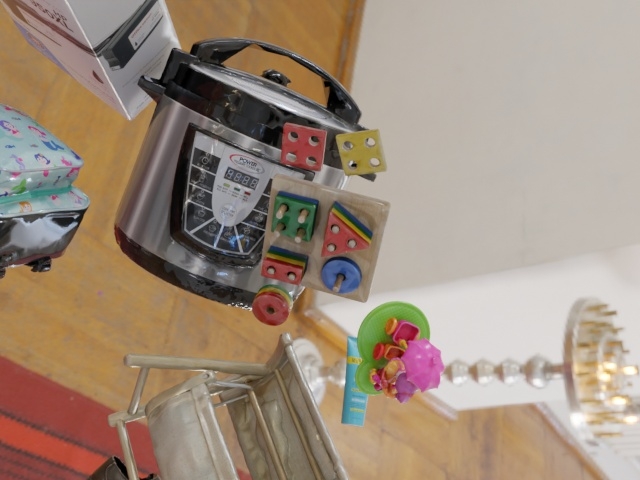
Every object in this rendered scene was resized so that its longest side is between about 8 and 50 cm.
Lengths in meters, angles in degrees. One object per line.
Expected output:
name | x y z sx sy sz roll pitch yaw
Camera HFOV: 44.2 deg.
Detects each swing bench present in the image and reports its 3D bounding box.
swing bench | -0.124 0.282 1.054 0.254 0.165 0.253 -3 49 -29

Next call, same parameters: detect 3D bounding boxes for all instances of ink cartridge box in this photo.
ink cartridge box | -0.409 -0.418 1.302 0.166 0.285 0.395 -49 166 -14

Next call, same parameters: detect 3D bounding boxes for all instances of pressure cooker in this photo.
pressure cooker | -0.135 -0.133 1.376 0.369 0.375 0.421 9 108 -54

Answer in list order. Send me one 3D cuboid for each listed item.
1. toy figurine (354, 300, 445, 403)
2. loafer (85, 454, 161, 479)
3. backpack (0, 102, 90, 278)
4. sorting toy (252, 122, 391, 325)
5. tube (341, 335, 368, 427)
toy figurine | 0.130 0.201 1.255 0.130 0.159 0.173 25 97 -18
loafer | -0.295 0.445 1.359 0.220 0.080 0.078 31 87 -5
backpack | -0.476 -0.089 1.095 0.191 0.253 0.225 -63 163 17
sorting toy | 0.000 0.000 0.870 0.046 0.132 0.275 -65 169 -57
tube | 0.088 0.332 1.858 0.080 0.052 0.207 15 72 -23
